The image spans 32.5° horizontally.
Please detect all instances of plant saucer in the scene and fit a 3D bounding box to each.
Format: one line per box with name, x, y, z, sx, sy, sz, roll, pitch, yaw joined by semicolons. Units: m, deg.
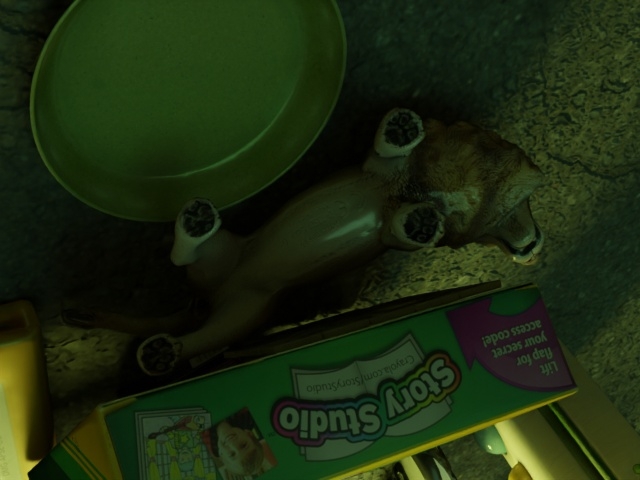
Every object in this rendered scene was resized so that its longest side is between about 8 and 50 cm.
plant saucer;-0.097;-0.119;0.808;0.241;0.037;0.241;-17;136;-18

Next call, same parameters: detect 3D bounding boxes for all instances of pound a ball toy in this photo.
pound a ball toy;0.284;0.282;1.195;0.136;0.319;0.208;-27;138;-6

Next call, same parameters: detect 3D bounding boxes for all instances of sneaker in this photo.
sneaker;0.103;0.324;1.292;0.108;0.100;0.271;-12;134;-15

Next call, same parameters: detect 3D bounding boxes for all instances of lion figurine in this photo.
lion figurine;0.000;0.000;0.909;0.392;0.142;0.240;-18;175;4

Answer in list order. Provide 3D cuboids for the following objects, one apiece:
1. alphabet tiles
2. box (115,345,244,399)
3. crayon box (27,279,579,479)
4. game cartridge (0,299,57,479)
alphabet tiles;0.017;0.072;0.954;0.198;0.009;0.237;-15;178;-20
box;-0.112;0.168;1.068;0.116;0.029;0.162;-30;139;-4
crayon box;-0.030;0.158;0.901;0.363;0.106;0.313;-14;166;-27
game cartridge;-0.366;0.209;0.937;0.285;0.052;0.323;-14;134;-20
